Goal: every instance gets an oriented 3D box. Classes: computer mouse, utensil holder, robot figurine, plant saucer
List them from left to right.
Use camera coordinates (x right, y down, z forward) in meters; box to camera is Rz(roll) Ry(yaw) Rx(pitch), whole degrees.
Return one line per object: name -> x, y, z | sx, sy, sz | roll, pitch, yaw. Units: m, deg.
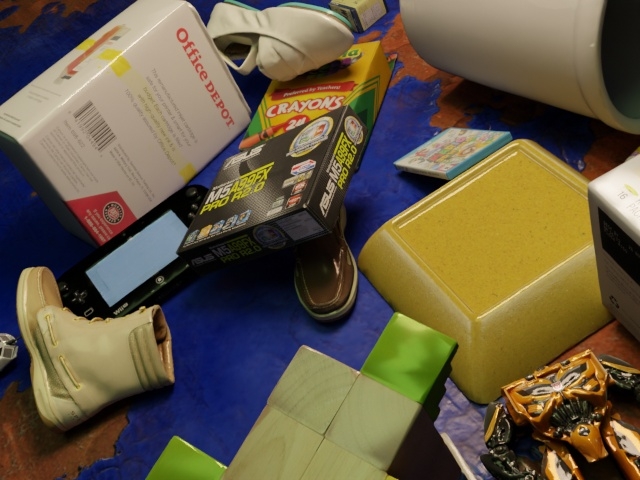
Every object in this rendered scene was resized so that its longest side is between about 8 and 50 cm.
computer mouse -> -0.526, 0.187, 1.333 | 0.193, 0.042, 0.106 | -26, 45, -6
plant saucer -> 0.243, 0.002, 1.075 | 0.333, 0.081, 0.333 | -32, 41, -6
utensil holder -> 0.355, -0.362, 1.211 | 0.327, 0.327, 0.385 | -41, 40, -15
robot figurine -> 0.281, 0.227, 0.816 | 0.211, 0.085, 0.291 | -25, 41, 2

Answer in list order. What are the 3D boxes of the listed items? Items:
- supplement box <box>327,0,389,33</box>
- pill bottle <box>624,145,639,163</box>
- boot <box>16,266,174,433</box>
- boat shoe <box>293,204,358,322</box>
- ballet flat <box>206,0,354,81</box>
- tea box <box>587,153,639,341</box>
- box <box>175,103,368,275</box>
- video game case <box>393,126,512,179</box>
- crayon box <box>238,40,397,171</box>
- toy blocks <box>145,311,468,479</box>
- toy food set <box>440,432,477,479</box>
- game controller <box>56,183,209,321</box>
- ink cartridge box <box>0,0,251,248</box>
supplement box -> 0.078, -0.477, 1.676 | 0.083, 0.056, 0.083 | -42, 43, -16
pill bottle -> 0.455, -0.119, 1.111 | 0.083, 0.043, 0.043 | -42, 43, -16
boot -> -0.331, 0.127, 1.207 | 0.203, 0.095, 0.262 | -23, 62, 4
boat shoe -> -0.008, 0.002, 1.197 | 0.095, 0.095, 0.257 | -19, 41, 10
ballet flat -> -0.090, -0.351, 1.482 | 0.139, 0.139, 0.400 | -44, 37, -18
tea box -> 0.495, 0.029, 0.788 | 0.324, 0.220, 0.329 | -29, 45, -1
box -> -0.072, -0.072, 1.218 | 0.270, 0.060, 0.216 | -18, 38, 38
video game case -> 0.196, -0.134, 1.239 | 0.119, 0.015, 0.166 | -33, 20, -14
crayon box -> 0.003, -0.251, 1.466 | 0.202, 0.081, 0.318 | -4, 46, 26
toy blocks -> -0.010, 0.262, 0.605 | 0.191, 0.261, 0.381 | 24, 72, 28
toy food set -> 0.033, 0.329, 0.734 | 0.306, 0.092, 0.219 | -29, 40, -3
game controller -> -0.287, 0.034, 1.340 | 0.319, 0.067, 0.166 | -38, 42, -11
ink cartridge box -> -0.347, -0.211, 1.465 | 0.160, 0.279, 0.384 | 23, 61, 43
